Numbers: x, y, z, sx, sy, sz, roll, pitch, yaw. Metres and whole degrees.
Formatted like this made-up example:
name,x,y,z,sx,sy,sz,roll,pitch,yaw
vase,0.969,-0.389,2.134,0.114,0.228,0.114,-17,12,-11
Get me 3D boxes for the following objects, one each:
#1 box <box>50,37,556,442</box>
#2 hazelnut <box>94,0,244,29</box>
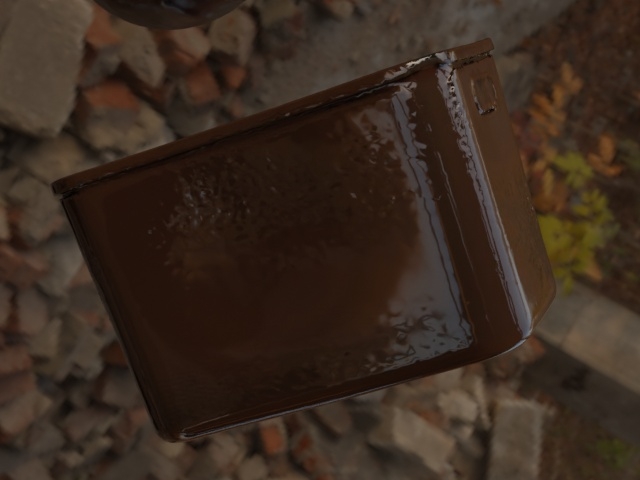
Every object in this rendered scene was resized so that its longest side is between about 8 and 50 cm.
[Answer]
name,x,y,z,sx,sy,sz,roll,pitch,yaw
box,0.000,0.000,1.103,0.229,0.339,0.239,71,19,-3
hazelnut,-0.124,-0.310,1.264,0.234,0.218,0.218,-29,173,33
